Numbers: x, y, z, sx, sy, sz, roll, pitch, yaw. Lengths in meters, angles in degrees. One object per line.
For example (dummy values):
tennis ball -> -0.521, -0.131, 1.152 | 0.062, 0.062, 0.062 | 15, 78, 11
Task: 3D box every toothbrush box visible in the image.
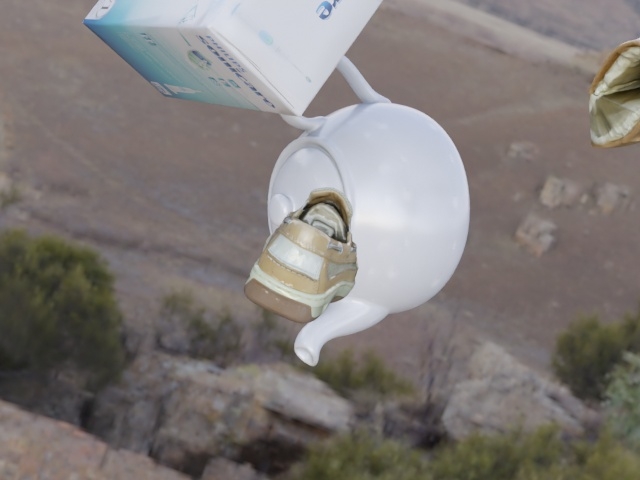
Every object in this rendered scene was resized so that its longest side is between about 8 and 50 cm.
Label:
toothbrush box -> -0.070, -0.247, 1.195 | 0.126, 0.216, 0.295 | 42, -12, -31

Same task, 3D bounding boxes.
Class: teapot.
teapot -> 0.026, -0.040, 1.369 | 0.187, 0.253, 0.256 | 1, 38, -35

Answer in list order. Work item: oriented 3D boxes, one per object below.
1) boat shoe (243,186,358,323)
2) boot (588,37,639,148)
boat shoe -> 0.000, 0.000, 0.830 | 0.068, 0.072, 0.190 | 23, 11, -1
boot -> 0.353, -0.133, 1.135 | 0.269, 0.236, 0.089 | -18, 63, -21
